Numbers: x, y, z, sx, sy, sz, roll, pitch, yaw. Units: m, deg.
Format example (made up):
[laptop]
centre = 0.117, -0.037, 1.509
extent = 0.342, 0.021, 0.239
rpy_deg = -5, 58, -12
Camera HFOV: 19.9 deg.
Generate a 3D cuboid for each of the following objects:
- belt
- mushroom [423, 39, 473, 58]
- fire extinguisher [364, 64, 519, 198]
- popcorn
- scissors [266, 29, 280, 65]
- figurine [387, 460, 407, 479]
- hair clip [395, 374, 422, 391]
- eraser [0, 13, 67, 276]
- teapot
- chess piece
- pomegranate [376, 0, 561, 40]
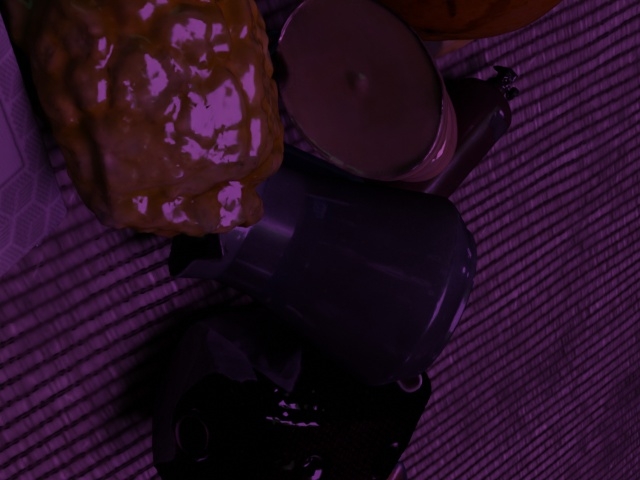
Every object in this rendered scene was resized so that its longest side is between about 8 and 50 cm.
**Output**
[belt]
centre = -0.024, 0.141, 1.631
extent = 0.289, 0.184, 0.164
rpy_deg = -7, 130, -55
[mushroom]
centre = 0.194, -0.283, 1.737
extent = 0.312, 0.081, 0.100
rpy_deg = -41, 138, -30
[fire extinguisher]
centre = 0.113, -0.084, 1.785
extent = 0.268, 0.072, 0.089
rpy_deg = -49, -168, -20
[popcorn]
centre = -0.114, -0.101, 1.258
extent = 0.173, 0.225, 0.286
rpy_deg = -16, 145, 0
[scissors]
centre = -0.058, -0.142, 1.529
extent = 0.083, 0.006, 0.036
rpy_deg = -49, 149, -23
[figurine]
centre = 0.021, 0.368, 1.945
extent = 0.265, 0.140, 0.193
rpy_deg = -12, 115, -42
[hair clip]
centre = 0.041, 0.042, 1.651
extent = 0.034, 0.226, 0.072
rpy_deg = -30, 159, 7
[eraser]
centre = -0.260, -0.140, 1.124
extent = 0.098, 0.096, 0.404
rpy_deg = -45, 147, -27
[teapot]
centre = 0.000, 0.000, 1.516
extent = 0.171, 0.225, 0.203
rpy_deg = -54, -160, 34
[chess piece]
centre = 0.058, -0.102, 1.457
extent = 0.307, 0.138, 0.124
rpy_deg = 20, 92, -77
[pomegranate]
centre = 0.108, -0.284, 1.430
extent = 0.264, 0.264, 0.264
rpy_deg = -38, 142, -37
